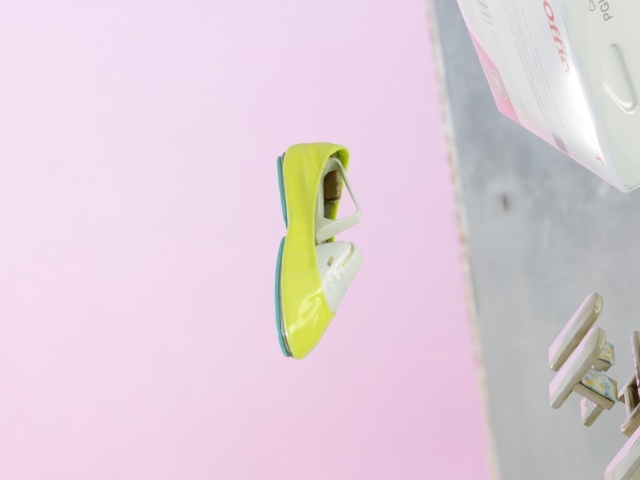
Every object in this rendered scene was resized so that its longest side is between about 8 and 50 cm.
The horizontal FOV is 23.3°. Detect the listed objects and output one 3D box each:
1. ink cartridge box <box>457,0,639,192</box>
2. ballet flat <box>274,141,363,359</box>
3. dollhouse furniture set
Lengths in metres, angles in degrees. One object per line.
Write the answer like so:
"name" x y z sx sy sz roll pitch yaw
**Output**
"ink cartridge box" 0.229 -0.188 1.388 0.117 0.207 0.283 -27 -155 -7
"ballet flat" 0.000 0.000 1.393 0.077 0.231 0.077 -11 141 13
"dollhouse furniture set" 0.359 0.150 1.527 0.212 0.161 0.242 28 -154 -7
